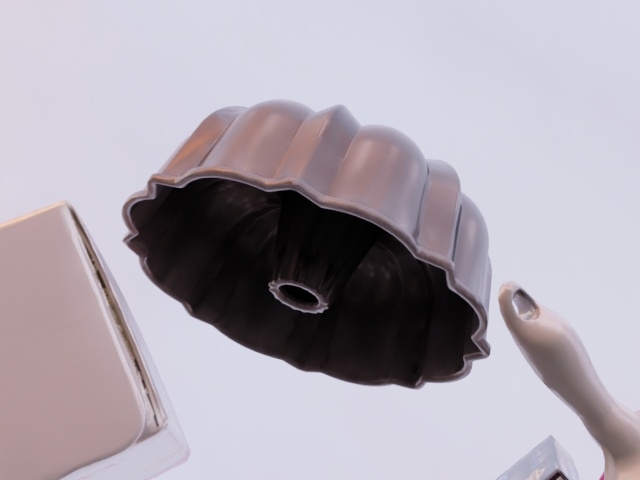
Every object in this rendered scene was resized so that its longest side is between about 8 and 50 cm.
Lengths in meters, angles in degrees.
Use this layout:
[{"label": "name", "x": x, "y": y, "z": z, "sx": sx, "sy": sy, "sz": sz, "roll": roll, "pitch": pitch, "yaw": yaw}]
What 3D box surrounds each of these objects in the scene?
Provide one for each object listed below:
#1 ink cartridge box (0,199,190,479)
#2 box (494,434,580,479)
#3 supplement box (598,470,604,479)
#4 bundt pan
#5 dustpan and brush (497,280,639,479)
[{"label": "ink cartridge box", "x": -0.206, "y": 0.116, "z": 0.504, "sx": 0.131, "sy": 0.226, "sz": 0.306, "roll": 64, "pitch": -14, "yaw": 15}, {"label": "box", "x": 0.266, "y": 0.355, "z": 1.135, "sx": 0.175, "sy": 0.220, "sz": 0.051, "roll": -43, "pitch": -99, "yaw": 9}, {"label": "supplement box", "x": 0.393, "y": 0.188, "z": 0.854, "sx": 0.114, "sy": 0.220, "sz": 0.111, "roll": 34, "pitch": -38, "yaw": 24}, {"label": "bundt pan", "x": 0.000, "y": 0.000, "z": 0.742, "sx": 0.331, "sy": 0.124, "sz": 0.331, "roll": 16, "pitch": -30, "yaw": 10}, {"label": "dustpan and brush", "x": 0.141, "y": 0.097, "z": 0.329, "sx": 0.060, "sy": 0.147, "sz": 0.211, "roll": -13, "pitch": -64, "yaw": 51}]
